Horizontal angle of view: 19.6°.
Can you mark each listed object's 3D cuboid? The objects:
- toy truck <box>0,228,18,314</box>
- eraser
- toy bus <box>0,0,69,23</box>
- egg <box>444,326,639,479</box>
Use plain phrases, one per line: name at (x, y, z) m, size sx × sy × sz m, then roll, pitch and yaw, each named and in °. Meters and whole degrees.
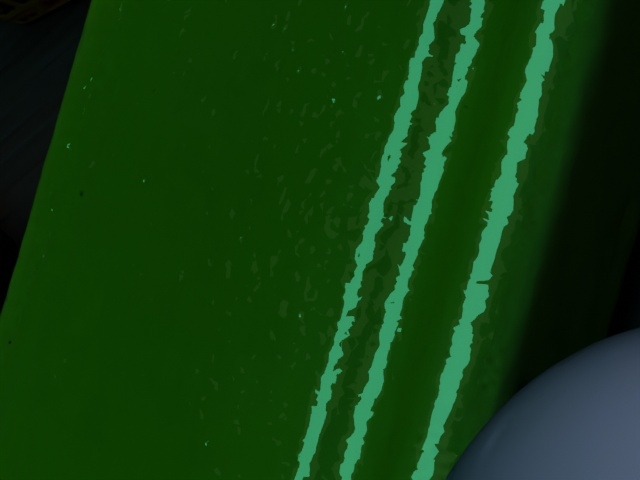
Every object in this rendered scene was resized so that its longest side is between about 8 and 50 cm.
toy truck at (-0.226, 0.061, 0.742) m, size 0.165 × 0.147 × 0.224 m, roll 31°, pitch 98°, yaw 15°
eraser at (0.000, 0.000, 0.616) m, size 0.210 × 0.092 × 0.274 m, roll 17°, pitch 88°, yaw 38°
toy bus at (-0.136, -0.178, 0.779) m, size 0.069 × 0.074 × 0.162 m, roll -22°, pitch 66°, yaw 38°
egg at (0.088, 0.119, 0.478) m, size 0.146 × 0.146 × 0.199 m, roll 17°, pitch 87°, yaw 38°
